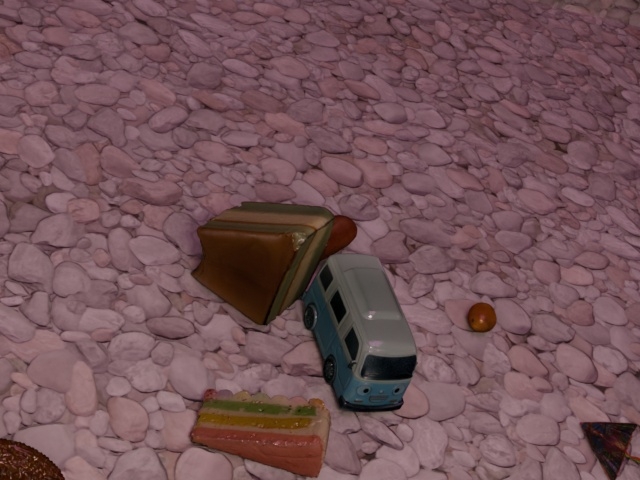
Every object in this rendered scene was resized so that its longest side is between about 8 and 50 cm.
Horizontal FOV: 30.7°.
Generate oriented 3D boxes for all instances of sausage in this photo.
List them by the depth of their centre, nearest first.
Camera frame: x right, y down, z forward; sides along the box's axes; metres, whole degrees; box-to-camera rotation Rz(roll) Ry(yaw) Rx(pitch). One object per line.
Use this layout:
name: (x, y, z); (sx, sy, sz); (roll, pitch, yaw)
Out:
sausage: (0.000, 0.000, 2.293); (0.076, 0.076, 0.197); (42, 40, 20)

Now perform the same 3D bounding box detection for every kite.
kite: (0.555, 0.388, 2.194); (0.159, 0.010, 0.190); (34, 41, 8)

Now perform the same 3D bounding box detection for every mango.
mango: (0.323, 0.151, 2.318); (0.060, 0.046, 0.089); (36, 27, 10)

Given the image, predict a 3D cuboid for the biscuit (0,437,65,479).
biscuit: (-0.427, 0.360, 1.686); (0.126, 0.025, 0.206); (-11, 51, -37)

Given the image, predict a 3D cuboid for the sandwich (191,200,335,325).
sandwich: (-0.109, 0.001, 2.109); (0.198, 0.227, 0.155); (36, 39, 13)

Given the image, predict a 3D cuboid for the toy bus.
toy bus: (0.075, 0.157, 2.077); (0.133, 0.164, 0.271); (3, 43, -26)

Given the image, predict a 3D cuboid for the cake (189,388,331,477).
cake: (-0.089, 0.297, 1.893); (0.225, 0.090, 0.109); (18, 43, -8)
